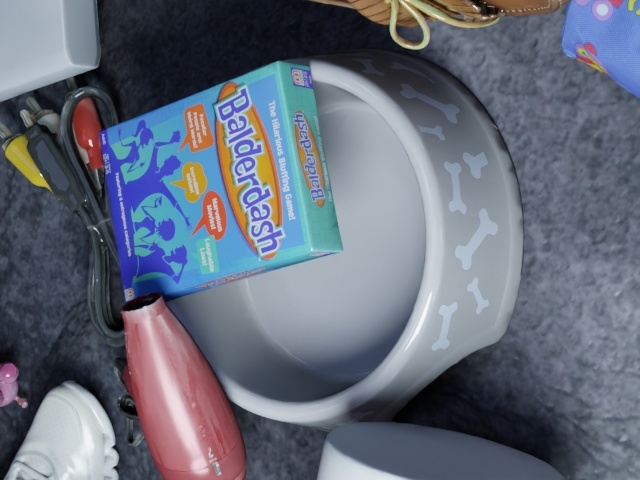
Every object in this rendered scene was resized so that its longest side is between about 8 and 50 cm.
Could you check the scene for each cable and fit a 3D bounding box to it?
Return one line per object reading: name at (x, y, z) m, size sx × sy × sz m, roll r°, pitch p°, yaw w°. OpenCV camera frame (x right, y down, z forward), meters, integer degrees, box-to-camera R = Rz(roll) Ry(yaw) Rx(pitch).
cable at (-0.221, -0.038, 1.446) m, size 0.139 × 0.072 × 0.287 m, roll -32°, pitch 82°, yaw 14°

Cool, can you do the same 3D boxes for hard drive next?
hard drive at (-0.364, -0.261, 1.517) m, size 0.353 × 0.047 × 0.233 m, roll -10°, pitch 83°, yaw 44°

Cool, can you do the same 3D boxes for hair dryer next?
hair dryer at (-0.147, 0.153, 1.270) m, size 0.223 × 0.080 × 0.293 m, roll 45°, pitch 150°, yaw 26°

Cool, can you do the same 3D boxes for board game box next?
board game box at (-0.089, -0.044, 1.209) m, size 0.210 × 0.047 × 0.160 m, roll -17°, pitch 79°, yaw 34°

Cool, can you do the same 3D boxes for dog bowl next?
dog bowl at (0.000, 0.000, 1.235) m, size 0.349 × 0.102 × 0.349 m, roll 0°, pitch 90°, yaw 36°

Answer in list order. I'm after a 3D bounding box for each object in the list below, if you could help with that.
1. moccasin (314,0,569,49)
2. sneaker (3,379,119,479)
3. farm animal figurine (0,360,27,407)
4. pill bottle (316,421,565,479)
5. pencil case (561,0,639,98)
moccasin at (0.059, -0.221, 1.091) m, size 0.147 × 0.139 × 0.380 m, roll -46°, pitch 36°, yaw -12°
sneaker at (-0.290, 0.282, 1.437) m, size 0.110 × 0.118 × 0.292 m, roll 24°, pitch 102°, yaw 36°
farm animal figurine at (-0.487, 0.133, 1.520) m, size 0.172 × 0.327 × 0.330 m, roll 145°, pitch 120°, yaw -69°
pill bottle at (0.063, 0.354, 1.107) m, size 0.224 × 0.224 × 0.392 m, roll 15°, pitch 98°, yaw 36°
pencil case at (0.311, -0.117, 0.997) m, size 0.133 × 0.119 × 0.306 m, roll -47°, pitch 59°, yaw -4°
